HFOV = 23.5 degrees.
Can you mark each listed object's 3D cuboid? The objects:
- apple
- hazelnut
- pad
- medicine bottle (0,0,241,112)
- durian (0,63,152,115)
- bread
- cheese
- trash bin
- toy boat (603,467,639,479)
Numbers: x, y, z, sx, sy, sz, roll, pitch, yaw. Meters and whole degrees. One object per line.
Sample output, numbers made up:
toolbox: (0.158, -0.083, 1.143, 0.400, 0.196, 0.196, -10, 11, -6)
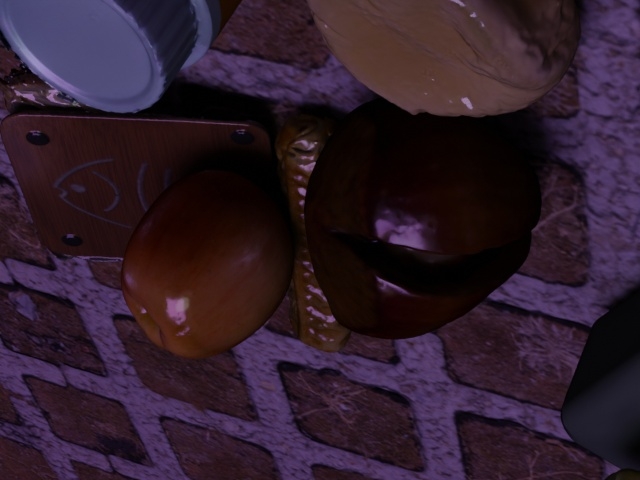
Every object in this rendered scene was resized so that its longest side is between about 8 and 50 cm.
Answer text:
apple: (-0.119, 0.028, 1.567, 0.199, 0.199, 0.199, 20, 147, 14)
hazelnut: (0.093, -0.018, 1.431, 0.217, 0.217, 0.252, 24, 134, 8)
pad: (-0.186, -0.051, 1.664, 0.284, 0.018, 0.286, 3, 148, 5)
medicine bottle: (-0.103, -0.250, 1.136, 0.158, 0.318, 0.158, 21, 148, 13)
durian: (-0.256, -0.161, 1.591, 0.188, 0.091, 0.148, 11, 149, -13)
bread: (-0.001, 0.000, 1.635, 0.077, 0.084, 0.368, -15, 143, -10)
cheese: (0.092, -0.189, 1.264, 0.214, 0.117, 0.226, -5, 136, 47)
trash bin: (0.404, 0.111, 1.399, 0.223, 0.158, 0.343, 32, 147, -4)
toy boat: (0.384, 0.285, 1.401, 0.276, 0.084, 0.111, 38, 161, 7)
